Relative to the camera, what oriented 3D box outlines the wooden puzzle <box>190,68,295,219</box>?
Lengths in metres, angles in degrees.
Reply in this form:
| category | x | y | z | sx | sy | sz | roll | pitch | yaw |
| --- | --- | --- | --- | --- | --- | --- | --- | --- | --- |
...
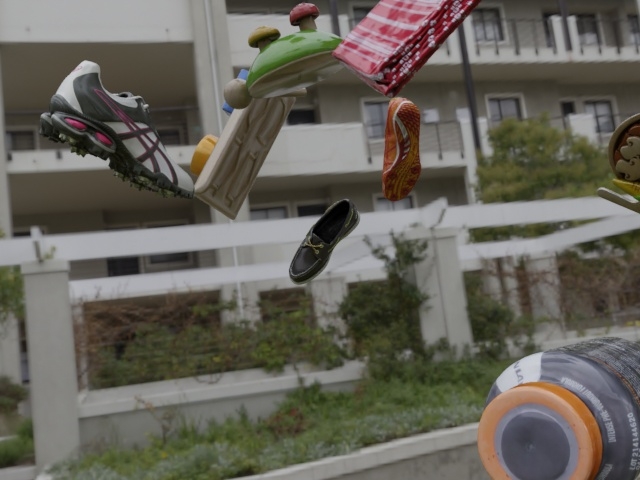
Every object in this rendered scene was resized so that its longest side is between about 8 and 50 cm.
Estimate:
| category | x | y | z | sx | sy | sz | roll | pitch | yaw |
| --- | --- | --- | --- | --- | --- | --- | --- | --- | --- |
| wooden puzzle | -0.170 | -0.220 | 1.575 | 0.081 | 0.322 | 0.348 | 26 | -4 | 6 |

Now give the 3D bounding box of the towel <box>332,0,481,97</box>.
| category | x | y | z | sx | sy | sz | roll | pitch | yaw |
| --- | --- | --- | --- | --- | --- | --- | --- | --- | --- |
| towel | 0.122 | -0.258 | 0.676 | 0.031 | 0.275 | 0.199 | 38 | 10 | -23 |

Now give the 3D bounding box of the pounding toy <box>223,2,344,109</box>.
| category | x | y | z | sx | sy | sz | roll | pitch | yaw |
| --- | --- | --- | --- | --- | --- | --- | --- | --- | --- |
| pounding toy | -0.062 | -0.314 | 1.233 | 0.183 | 0.110 | 0.237 | -19 | -1 | -31 |

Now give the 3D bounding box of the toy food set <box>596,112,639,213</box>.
| category | x | y | z | sx | sy | sz | roll | pitch | yaw |
| --- | --- | --- | --- | --- | --- | --- | --- | --- | --- |
| toy food set | 0.418 | -0.098 | 0.906 | 0.133 | 0.192 | 0.038 | 25 | 45 | 20 |

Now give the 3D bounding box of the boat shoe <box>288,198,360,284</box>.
| category | x | y | z | sx | sy | sz | roll | pitch | yaw |
| --- | --- | --- | --- | --- | --- | --- | --- | --- | --- |
| boat shoe | 0.000 | 0.000 | 1.700 | 0.081 | 0.227 | 0.068 | 34 | -11 | 26 |

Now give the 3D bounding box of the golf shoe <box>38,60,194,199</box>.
| category | x | y | z | sx | sy | sz | roll | pitch | yaw |
| --- | --- | --- | --- | --- | --- | --- | --- | --- | --- |
| golf shoe | -0.267 | -0.145 | 1.077 | 0.105 | 0.120 | 0.273 | 12 | -16 | 36 |

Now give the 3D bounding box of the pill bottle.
| category | x | y | z | sx | sy | sz | roll | pitch | yaw |
| --- | --- | --- | --- | --- | --- | --- | --- | --- | --- |
| pill bottle | 0.223 | 0.155 | 0.638 | 0.131 | 0.130 | 0.246 | -12 | -10 | 34 |

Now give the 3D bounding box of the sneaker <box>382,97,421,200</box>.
| category | x | y | z | sx | sy | sz | roll | pitch | yaw |
| --- | --- | --- | --- | --- | --- | --- | --- | --- | --- |
| sneaker | 0.134 | -0.150 | 1.233 | 0.064 | 0.175 | 0.067 | 2 | 21 | -13 |
